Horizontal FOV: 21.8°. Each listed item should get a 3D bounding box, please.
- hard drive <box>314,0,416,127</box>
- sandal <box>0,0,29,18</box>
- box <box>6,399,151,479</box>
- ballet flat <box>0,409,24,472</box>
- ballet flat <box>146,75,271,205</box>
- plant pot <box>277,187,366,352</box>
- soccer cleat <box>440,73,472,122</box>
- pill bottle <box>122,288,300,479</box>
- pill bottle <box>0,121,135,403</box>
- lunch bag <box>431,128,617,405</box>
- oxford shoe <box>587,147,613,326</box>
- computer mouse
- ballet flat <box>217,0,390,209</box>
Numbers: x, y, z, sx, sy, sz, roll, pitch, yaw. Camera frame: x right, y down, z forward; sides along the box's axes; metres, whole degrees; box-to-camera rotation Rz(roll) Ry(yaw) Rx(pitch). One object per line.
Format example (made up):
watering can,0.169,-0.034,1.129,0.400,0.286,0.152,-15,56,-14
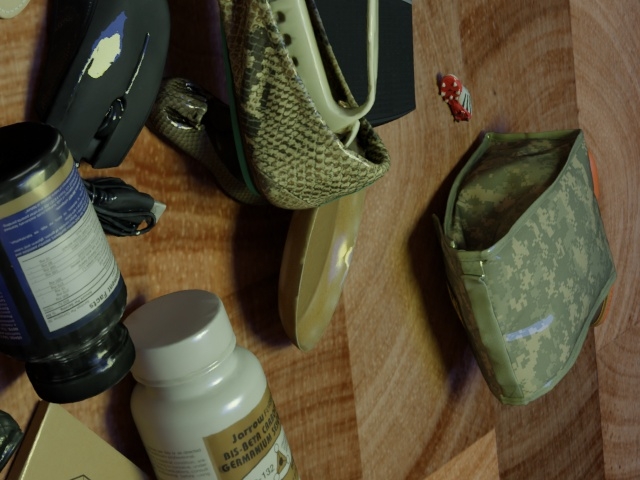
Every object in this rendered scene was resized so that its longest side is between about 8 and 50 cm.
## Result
hard drive,0.027,-0.201,1.832,0.254,0.054,0.172,-12,101,-56
sandal,-0.222,-0.303,1.423,0.088,0.079,0.240,42,58,-50
box,-0.236,0.268,1.485,0.164,0.021,0.201,50,52,-46
ballet flat,-0.307,0.207,1.364,0.173,0.049,0.057,-55,177,-38
ballet flat,-0.085,-0.098,1.662,0.250,0.058,0.084,35,62,-52
plant pot,0.000,0.000,1.757,0.236,0.032,0.236,15,90,-78
soccer cleat,0.171,-0.183,2.080,0.083,0.029,0.036,59,36,-44
pill bottle,-0.107,0.169,1.576,0.131,0.131,0.229,-47,129,-45
pill bottle,-0.234,0.023,1.383,0.123,0.122,0.219,-50,132,-43
lunch bag,0.243,0.033,2.073,0.287,0.168,0.235,-54,134,-47
oxford shoe,0.334,0.001,2.301,0.098,0.097,0.271,-23,108,-33
computer mouse,-0.184,-0.144,1.496,0.188,0.072,0.272,17,77,-55
ballet flat,-0.040,-0.265,1.557,0.164,0.182,0.483,-47,122,-62
